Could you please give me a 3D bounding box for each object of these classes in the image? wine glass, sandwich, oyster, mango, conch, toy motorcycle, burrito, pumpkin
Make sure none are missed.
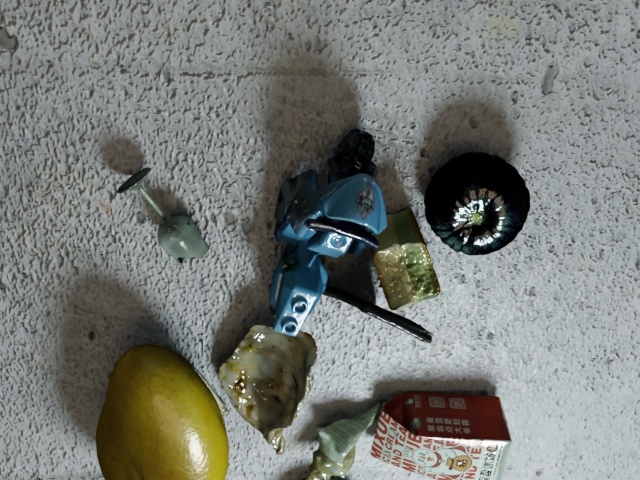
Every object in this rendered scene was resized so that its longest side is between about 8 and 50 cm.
[{"bbox_3d":[-0.294,-0.040,1.315,0.079,0.079,0.196,-31,114,11],"label":"wine glass"},{"bbox_3d":[0.171,0.076,1.352,0.108,0.186,0.220,-17,118,7],"label":"sandwich"},{"bbox_3d":[-0.115,0.302,1.483,0.204,0.111,0.396,33,132,14],"label":"oyster"},{"bbox_3d":[-0.333,0.396,1.443,0.301,0.220,0.446,12,120,23],"label":"mango"},{"bbox_3d":[0.036,0.458,1.575,0.114,0.137,0.234,29,104,10],"label":"conch"},{"bbox_3d":[0.000,0.000,1.272,0.172,0.232,0.416,20,115,-20],"label":"toy motorcycle"},{"bbox_3d":[-0.267,0.327,1.529,0.045,0.041,0.186,-45,119,-28],"label":"burrito"},{"bbox_3d":[0.295,-0.070,1.313,0.201,0.140,0.202,6,119,11],"label":"pumpkin"}]

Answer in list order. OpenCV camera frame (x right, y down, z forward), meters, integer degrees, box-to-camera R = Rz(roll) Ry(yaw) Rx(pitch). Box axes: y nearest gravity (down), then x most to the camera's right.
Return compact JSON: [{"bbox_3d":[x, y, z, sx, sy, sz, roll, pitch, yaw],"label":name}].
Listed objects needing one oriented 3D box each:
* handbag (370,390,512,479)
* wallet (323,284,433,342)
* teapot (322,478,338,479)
[{"bbox_3d":[0.267,0.453,1.574,0.297,0.151,0.171,2,122,-1],"label":"handbag"},{"bbox_3d":[0.097,0.133,1.333,0.145,0.285,0.030,22,89,-17],"label":"wallet"},{"bbox_3d":[0.012,0.659,1.673,0.294,0.129,0.193,4,117,-9],"label":"teapot"}]
